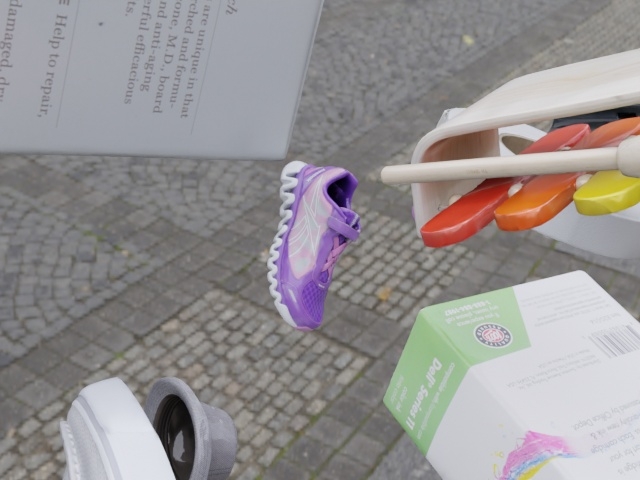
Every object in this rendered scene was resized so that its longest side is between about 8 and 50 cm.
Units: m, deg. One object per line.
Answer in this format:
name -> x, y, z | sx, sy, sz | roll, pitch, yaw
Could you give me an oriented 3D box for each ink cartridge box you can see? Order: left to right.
ink cartridge box -> 0.236, 0.191, 0.736 | 0.207, 0.119, 0.353 | -10, 44, -34

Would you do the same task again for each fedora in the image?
fedora -> -0.261, 0.415, 1.957 | 0.124, 0.243, 0.275 | 7, 15, -35

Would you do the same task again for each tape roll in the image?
tape roll -> 0.367, -0.099, 1.525 | 0.392, 0.072, 0.392 | 19, 23, -8

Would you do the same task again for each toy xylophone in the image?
toy xylophone -> 0.177, -0.057, 0.579 | 0.236, 0.081, 0.323 | -31, 18, -35

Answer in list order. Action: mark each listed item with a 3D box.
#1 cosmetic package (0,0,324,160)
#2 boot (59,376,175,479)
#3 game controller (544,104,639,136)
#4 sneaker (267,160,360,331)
cosmetic package -> -0.240, -0.278, 0.913 | 0.329, 0.327, 0.394 | 27, 21, 38
boot -> -0.105, 0.157, 0.373 | 0.123, 0.095, 0.258 | -17, 32, -16
game controller -> 0.451, -0.135, 1.273 | 0.319, 0.067, 0.166 | 7, 53, 40
sneaker -> 0.000, 0.000, 1.216 | 0.104, 0.095, 0.236 | -7, 66, 28
